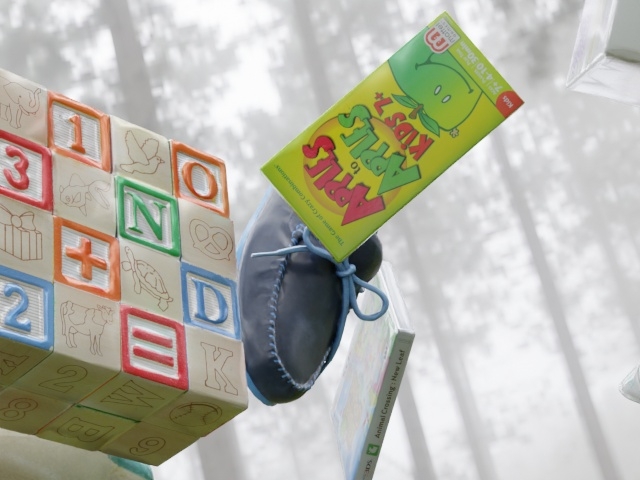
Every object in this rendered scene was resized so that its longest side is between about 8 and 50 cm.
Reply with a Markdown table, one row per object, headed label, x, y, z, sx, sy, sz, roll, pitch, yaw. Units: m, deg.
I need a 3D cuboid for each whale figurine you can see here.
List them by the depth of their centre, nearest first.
| label | x | y | z | sx | sy | sz | roll | pitch | yaw |
| --- | --- | --- | --- | --- | --- | --- | --- | --- | --- |
| whale figurine | -0.242 | 0.201 | 1.577 | 0.216 | 0.141 | 0.272 | 3 | -31 | 30 |

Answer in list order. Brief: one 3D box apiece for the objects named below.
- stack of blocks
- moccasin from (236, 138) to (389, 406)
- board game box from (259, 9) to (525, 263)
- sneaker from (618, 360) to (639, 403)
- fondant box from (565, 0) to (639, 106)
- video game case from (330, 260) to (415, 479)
| label | x | y | z | sx | sy | sz | roll | pitch | yaw |
| --- | --- | --- | --- | --- | --- | --- | --- | --- | --- |
| stack of blocks | -0.185 | -0.001 | 0.880 | 0.297 | 0.171 | 0.087 | 21 | -42 | -37 |
| moccasin | 0.000 | 0.000 | 1.560 | 0.116 | 0.342 | 0.138 | -14 | -45 | 27 |
| board game box | 0.053 | -0.076 | 1.223 | 0.181 | 0.092 | 0.043 | -41 | -1 | -2 |
| sneaker | 0.281 | 0.157 | 1.079 | 0.094 | 0.212 | 0.080 | -38 | -6 | 32 |
| fondant box | 0.259 | -0.224 | 1.189 | 0.096 | 0.238 | 0.330 | 13 | 2 | 5 |
| video game case | 0.052 | 0.144 | 1.748 | 0.023 | 0.212 | 0.193 | 13 | -73 | -9 |
